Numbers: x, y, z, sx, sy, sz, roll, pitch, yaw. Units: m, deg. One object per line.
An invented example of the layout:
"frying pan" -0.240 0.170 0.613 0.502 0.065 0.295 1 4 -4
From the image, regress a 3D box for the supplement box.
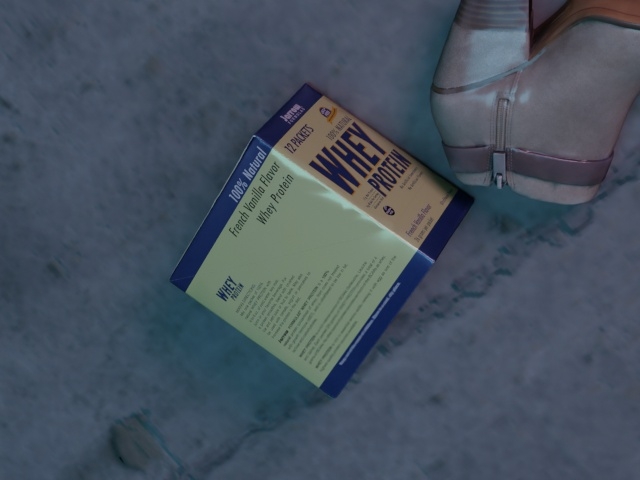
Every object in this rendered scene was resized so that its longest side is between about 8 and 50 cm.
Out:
"supplement box" 0.000 0.000 0.620 0.083 0.056 0.083 35 124 3

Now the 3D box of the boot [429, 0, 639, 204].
"boot" 0.098 -0.053 0.565 0.118 0.042 0.087 10 126 20
